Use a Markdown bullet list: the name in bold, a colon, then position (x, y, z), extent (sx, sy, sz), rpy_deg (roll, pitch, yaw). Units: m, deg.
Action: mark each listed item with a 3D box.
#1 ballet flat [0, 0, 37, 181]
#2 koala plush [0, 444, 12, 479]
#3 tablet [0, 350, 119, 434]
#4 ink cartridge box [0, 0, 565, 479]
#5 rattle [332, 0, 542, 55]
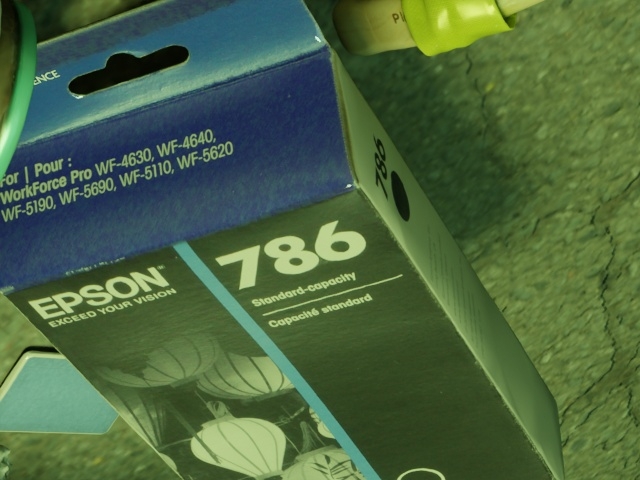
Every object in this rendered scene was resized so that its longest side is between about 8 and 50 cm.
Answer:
- **ballet flat**: position (-0.231, 0.056, 0.719), extent (0.139, 0.139, 0.400), rpy_deg (-2, 128, -41)
- **koala plush**: position (-0.186, 0.073, 0.517), extent (0.203, 0.196, 0.221), rpy_deg (-24, 151, -50)
- **tablet**: position (-0.128, 0.077, 0.923), extent (0.083, 0.006, 0.054), rpy_deg (9, 125, -46)
- **ink cartridge box**: position (-0.021, 0.032, 0.800), extent (0.165, 0.065, 0.332), rpy_deg (-17, 138, 19)
- **rattle**: position (0.078, -0.168, 0.806), extent (0.200, 0.142, 0.130), rpy_deg (-34, -179, -33)
